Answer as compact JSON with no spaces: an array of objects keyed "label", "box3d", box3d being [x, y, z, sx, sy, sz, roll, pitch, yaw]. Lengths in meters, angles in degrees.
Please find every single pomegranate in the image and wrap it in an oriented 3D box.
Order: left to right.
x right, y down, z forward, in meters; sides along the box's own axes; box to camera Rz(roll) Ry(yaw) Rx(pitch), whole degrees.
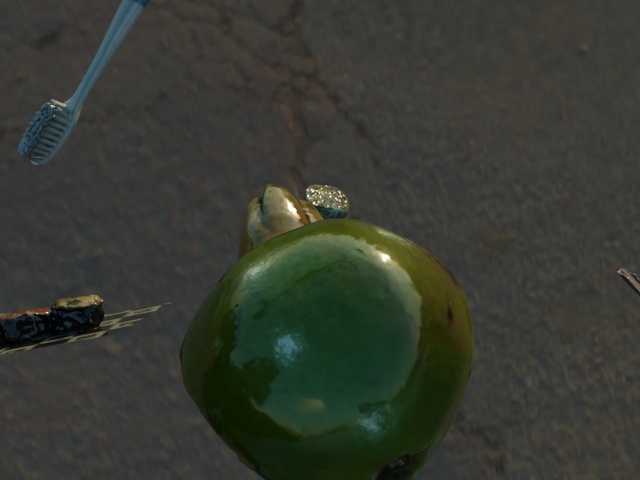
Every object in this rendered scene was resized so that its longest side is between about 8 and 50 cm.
[{"label":"pomegranate","box3d":[0.021,0.057,1.138,0.159,0.190,0.241,-50,11,23]}]

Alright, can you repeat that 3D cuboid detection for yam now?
[{"label":"yam","box3d":[0.000,0.000,1.810,0.054,0.132,0.054,6,40,-5]}]

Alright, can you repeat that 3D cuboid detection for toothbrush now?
[{"label":"toothbrush","box3d":[-0.099,-0.160,0.987,0.019,0.025,0.276,38,98,27]}]

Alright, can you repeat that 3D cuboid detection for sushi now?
[{"label":"sushi","box3d":[-0.246,0.070,1.489,0.201,0.139,0.031,-11,96,14]}]

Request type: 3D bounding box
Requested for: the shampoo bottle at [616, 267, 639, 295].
[{"label":"shampoo bottle","box3d":[0.479,-0.002,1.911,0.284,0.071,0.153,-35,73,22]}]
